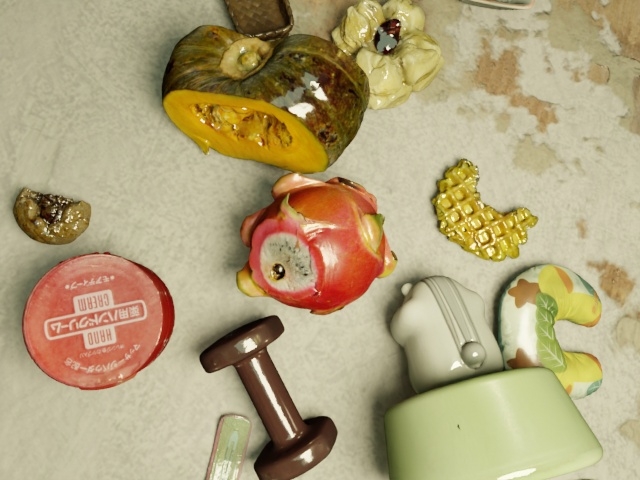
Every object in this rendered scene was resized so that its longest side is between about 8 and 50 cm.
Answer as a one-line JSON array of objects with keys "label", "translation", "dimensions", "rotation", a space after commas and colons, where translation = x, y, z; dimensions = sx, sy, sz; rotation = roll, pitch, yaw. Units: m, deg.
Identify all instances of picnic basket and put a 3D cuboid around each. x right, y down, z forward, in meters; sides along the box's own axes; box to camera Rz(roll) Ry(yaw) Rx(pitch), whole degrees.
[{"label": "picnic basket", "translation": [-0.120, -0.438, 0.846], "dimensions": [0.110, 0.055, 0.193], "rotation": [-17, 85, -10]}]

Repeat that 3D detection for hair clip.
[{"label": "hair clip", "translation": [-0.147, 0.346, 0.765], "dimensions": [0.054, 0.022, 0.137], "rotation": [12, 82, -7]}]

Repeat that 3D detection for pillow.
[{"label": "pillow", "translation": [0.402, 0.158, 0.837], "dimensions": [0.214, 0.086, 0.233], "rotation": [8, 79, -17]}]

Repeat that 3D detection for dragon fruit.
[{"label": "dragon fruit", "translation": [-0.003, 0.004, 0.731], "dimensions": [0.224, 0.227, 0.224], "rotation": [3, 98, 26]}]

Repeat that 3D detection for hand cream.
[{"label": "hand cream", "translation": [-0.320, 0.117, 0.719], "dimensions": [0.193, 0.125, 0.193], "rotation": [1, 84, -6]}]

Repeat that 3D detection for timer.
[{"label": "timer", "translation": [0.209, 0.204, 0.736], "dimensions": [0.290, 0.291, 0.315], "rotation": [-10, 62, -9]}]

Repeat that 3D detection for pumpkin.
[{"label": "pumpkin", "translation": [-0.082, -0.203, 0.740], "dimensions": [0.317, 0.222, 0.139], "rotation": [12, 71, 23]}]

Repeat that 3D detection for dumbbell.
[{"label": "dumbbell", "translation": [-0.077, 0.235, 0.729], "dimensions": [0.124, 0.140, 0.225], "rotation": [-28, 87, 12]}]

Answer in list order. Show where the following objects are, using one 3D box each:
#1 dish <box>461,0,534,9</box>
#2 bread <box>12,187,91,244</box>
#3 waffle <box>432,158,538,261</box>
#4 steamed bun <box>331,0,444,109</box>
[{"label": "dish", "translation": [0.324, -0.539, 0.912], "dimensions": [0.154, 0.064, 0.234], "rotation": [7, 83, -7]}, {"label": "bread", "translation": [-0.425, -0.036, 0.756], "dimensions": [0.113, 0.060, 0.082], "rotation": [9, 80, -8]}, {"label": "waffle", "translation": [0.291, -0.050, 0.856], "dimensions": [0.194, 0.051, 0.149], "rotation": [28, 82, -3]}, {"label": "steamed bun", "translation": [0.130, -0.337, 0.841], "dimensions": [0.192, 0.106, 0.178], "rotation": [-19, 87, -11]}]
